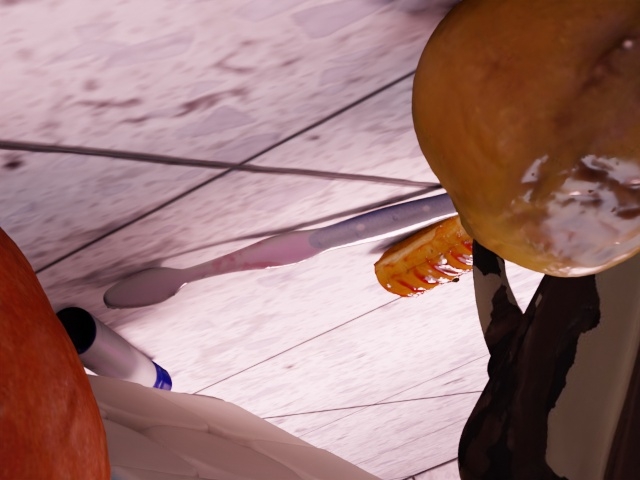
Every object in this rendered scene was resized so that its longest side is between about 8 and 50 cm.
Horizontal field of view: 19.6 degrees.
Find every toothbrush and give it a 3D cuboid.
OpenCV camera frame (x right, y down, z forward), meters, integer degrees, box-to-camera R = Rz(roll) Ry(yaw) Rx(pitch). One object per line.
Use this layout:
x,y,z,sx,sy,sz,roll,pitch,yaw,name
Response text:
0.000,0.000,1.088,0.269,0.021,0.027,-16,180,-18,toothbrush

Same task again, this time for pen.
-0.133,0.078,1.193,0.033,0.033,0.269,-20,167,1,pen

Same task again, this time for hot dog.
0.097,0.001,1.205,0.144,0.038,0.062,-30,164,37,hot dog

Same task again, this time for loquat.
0.106,-0.056,0.777,0.137,0.137,0.113,-27,140,28,loquat

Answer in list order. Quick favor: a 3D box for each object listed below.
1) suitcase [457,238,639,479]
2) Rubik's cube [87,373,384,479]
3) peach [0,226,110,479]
0.231,0.053,0.991,0.194,0.339,0.351,-4,127,-45,suitcase
-0.100,0.251,1.034,0.292,0.290,0.291,24,-175,40,Rubik's cube
-0.187,0.105,0.702,0.232,0.256,0.232,-15,167,-4,peach
